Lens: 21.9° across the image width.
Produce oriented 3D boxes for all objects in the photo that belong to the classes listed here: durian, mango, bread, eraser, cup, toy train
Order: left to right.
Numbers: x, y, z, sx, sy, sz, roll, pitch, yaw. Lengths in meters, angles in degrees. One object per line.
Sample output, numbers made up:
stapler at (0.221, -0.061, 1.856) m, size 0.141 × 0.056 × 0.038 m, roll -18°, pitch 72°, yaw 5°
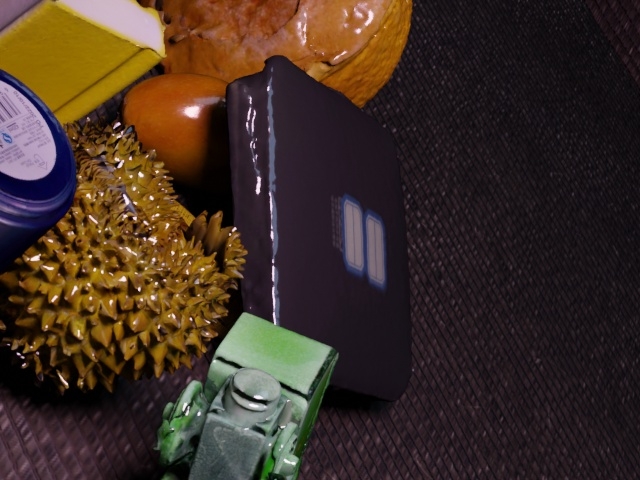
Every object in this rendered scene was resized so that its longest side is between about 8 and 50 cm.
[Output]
cup at (-0.361, -0.054, 1.373) m, size 0.255 × 0.256 × 0.178 m, roll 53°, pitch 29°, yaw 2°
eraser at (-0.282, -0.183, 1.666) m, size 0.158 × 0.226 × 0.069 m, roll 22°, pitch 49°, yaw -45°
durian at (-0.206, 0.017, 1.557) m, size 0.258 × 0.258 × 0.293 m, roll 45°, pitch 14°, yaw -15°
mango at (-0.120, -0.115, 1.902) m, size 0.253 × 0.138 × 0.113 m, roll 26°, pitch 36°, yaw -40°
toy train at (-0.078, 0.200, 1.541) m, size 0.132 × 0.243 × 0.188 m, roll 22°, pitch 29°, yaw 7°
bread at (-0.050, -0.307, 2.061) m, size 0.204 × 0.336 × 0.358 m, roll 53°, pitch 19°, yaw -57°

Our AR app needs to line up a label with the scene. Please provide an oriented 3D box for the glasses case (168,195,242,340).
glasses case at (-0.132, 0.034, 1.801) m, size 0.234 × 0.064 × 0.079 m, roll 47°, pitch 32°, yaw -16°

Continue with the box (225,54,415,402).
box at (0.000, 0.000, 1.860) m, size 0.350 × 0.091 × 0.359 m, roll 23°, pitch 60°, yaw -62°
